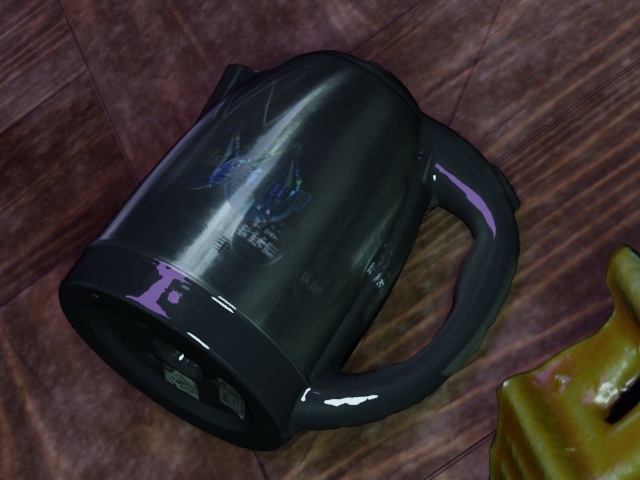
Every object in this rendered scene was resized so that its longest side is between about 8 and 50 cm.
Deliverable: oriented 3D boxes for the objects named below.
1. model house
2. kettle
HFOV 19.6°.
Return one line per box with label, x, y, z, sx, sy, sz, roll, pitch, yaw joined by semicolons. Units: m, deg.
model house;0.211;0.187;1.211;0.239;0.173;0.268;-42;38;16
kettle;0.000;0.000;1.526;0.321;0.228;0.324;27;68;19
